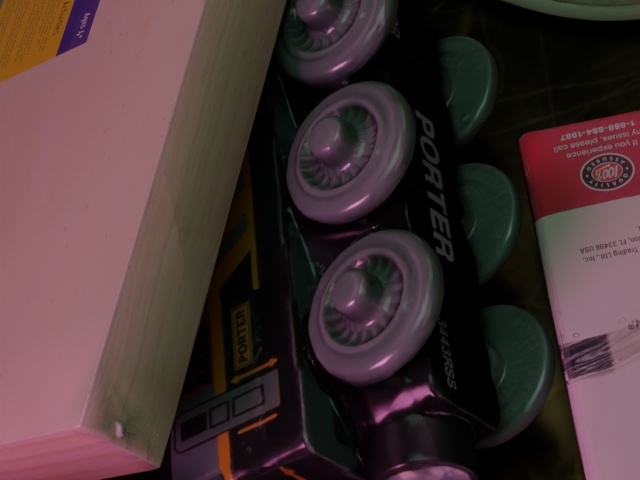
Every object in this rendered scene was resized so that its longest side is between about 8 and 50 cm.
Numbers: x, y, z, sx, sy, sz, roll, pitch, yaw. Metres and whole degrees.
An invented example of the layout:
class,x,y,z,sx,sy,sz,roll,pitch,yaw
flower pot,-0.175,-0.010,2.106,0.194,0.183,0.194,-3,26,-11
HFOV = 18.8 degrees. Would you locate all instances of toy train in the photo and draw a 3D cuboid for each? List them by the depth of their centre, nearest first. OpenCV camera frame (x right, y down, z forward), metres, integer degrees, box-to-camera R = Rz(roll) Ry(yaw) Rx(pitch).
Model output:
class,x,y,z,sx,sy,sz,roll,pitch,yaw
toy train,0.000,0.000,1.002,0.190,0.142,0.334,-27,52,28

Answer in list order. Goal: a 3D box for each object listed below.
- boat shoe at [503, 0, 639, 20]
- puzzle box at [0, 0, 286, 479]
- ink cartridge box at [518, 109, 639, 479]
class,x,y,z,sx,sy,sz,roll,pitch,yaw
boat shoe,0.223,-0.199,1.123,0.319,0.116,0.099,-5,16,17
puzzle box,-0.134,-0.056,1.039,0.272,0.052,0.409,-17,50,46
ink cartridge box,0.205,0.051,0.960,0.172,0.100,0.237,-11,58,6
